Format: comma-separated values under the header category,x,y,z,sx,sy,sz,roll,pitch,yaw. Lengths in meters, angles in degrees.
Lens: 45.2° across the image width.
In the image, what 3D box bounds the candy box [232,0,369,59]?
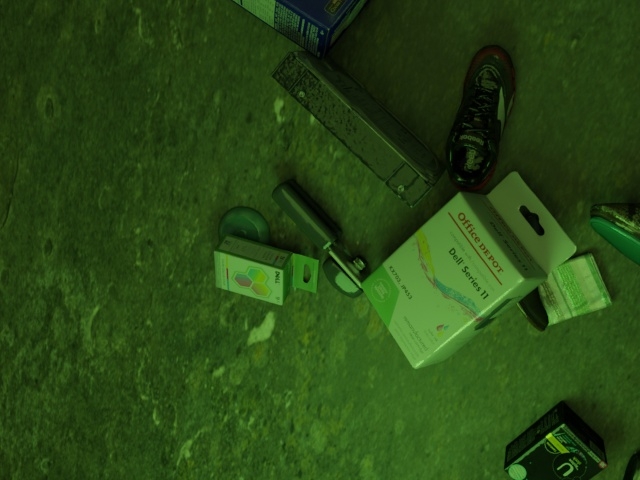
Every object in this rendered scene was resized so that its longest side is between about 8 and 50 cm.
category,x,y,z,sx,sy,sz,roll,pitch,yaw
candy box,-0.049,-0.519,1.359,0.317,0.122,0.268,35,73,3

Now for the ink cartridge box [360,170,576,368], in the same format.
category,x,y,z,sx,sy,sz,roll,pitch,yaw
ink cartridge box,0.265,0.052,1.422,0.353,0.119,0.207,-46,64,28

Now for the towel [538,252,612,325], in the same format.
category,x,y,z,sx,sy,sz,roll,pitch,yaw
towel,0.472,0.097,1.491,0.152,0.023,0.113,-22,94,21

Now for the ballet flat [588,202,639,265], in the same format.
category,x,y,z,sx,sy,sz,roll,pitch,yaw
ballet flat,0.693,0.058,1.366,0.483,0.164,0.182,44,89,-4

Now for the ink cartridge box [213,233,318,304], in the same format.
category,x,y,z,sx,sy,sz,roll,pitch,yaw
ink cartridge box,-0.114,0.068,1.598,0.209,0.062,0.109,15,135,11

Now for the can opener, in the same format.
category,x,y,z,sx,sy,sz,roll,pitch,yaw
can opener,0.000,0.000,1.566,0.093,0.074,0.280,-39,91,21

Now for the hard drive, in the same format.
category,x,y,z,sx,sy,sz,roll,pitch,yaw
hard drive,0.081,-0.214,1.405,0.339,0.237,0.064,43,110,3

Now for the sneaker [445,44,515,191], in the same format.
category,x,y,z,sx,sy,sz,roll,pitch,yaw
sneaker,0.291,-0.217,1.401,0.098,0.135,0.276,14,105,14

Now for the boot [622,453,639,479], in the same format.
category,x,y,z,sx,sy,sz,roll,pitch,yaw
boot,0.678,0.547,1.509,0.179,0.085,0.236,10,105,10

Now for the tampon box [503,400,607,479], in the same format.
category,x,y,z,sx,sy,sz,roll,pitch,yaw
tampon box,0.465,0.428,1.528,0.120,0.101,0.161,43,110,2

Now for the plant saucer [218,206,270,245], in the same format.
category,x,y,z,sx,sy,sz,roll,pitch,yaw
plant saucer,-0.166,-0.012,1.636,0.119,0.021,0.119,3,104,14

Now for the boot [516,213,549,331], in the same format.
category,x,y,z,sx,sy,sz,roll,pitch,yaw
boot,0.402,0.058,1.450,0.106,0.082,0.219,-30,83,24
